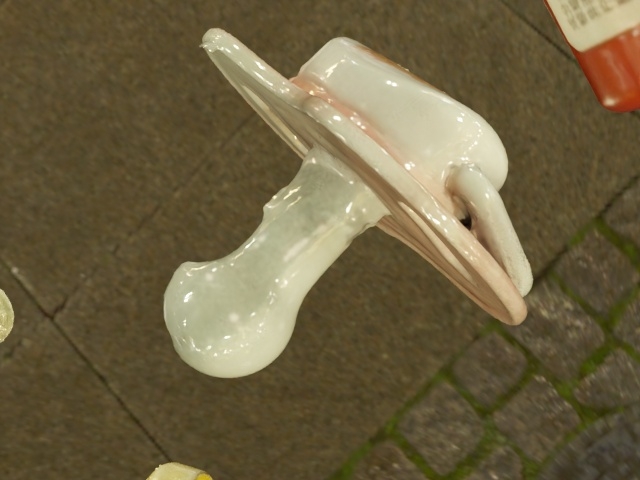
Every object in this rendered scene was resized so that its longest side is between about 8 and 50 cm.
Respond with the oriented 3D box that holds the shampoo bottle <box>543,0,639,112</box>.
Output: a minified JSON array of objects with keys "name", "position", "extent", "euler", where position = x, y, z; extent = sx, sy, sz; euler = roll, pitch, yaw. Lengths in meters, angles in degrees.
[{"name":"shampoo bottle","position":[0.108,-0.114,0.411],"extent":[0.104,0.104,0.278],"euler":[-28,94,8]}]

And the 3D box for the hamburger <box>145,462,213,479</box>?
[{"name":"hamburger","position":[-0.167,0.318,1.460],"extent":[0.081,0.126,0.141],"euler":[-1,88,16]}]

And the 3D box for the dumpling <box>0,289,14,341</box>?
[{"name":"dumpling","position":[-0.431,0.098,1.723],"extent":[0.057,0.052,0.076],"euler":[11,78,-17]}]

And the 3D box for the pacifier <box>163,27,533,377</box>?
[{"name":"pacifier","position":[0.012,-0.031,0.932],"extent":[0.273,0.220,0.332],"euler":[-17,34,-26]}]
